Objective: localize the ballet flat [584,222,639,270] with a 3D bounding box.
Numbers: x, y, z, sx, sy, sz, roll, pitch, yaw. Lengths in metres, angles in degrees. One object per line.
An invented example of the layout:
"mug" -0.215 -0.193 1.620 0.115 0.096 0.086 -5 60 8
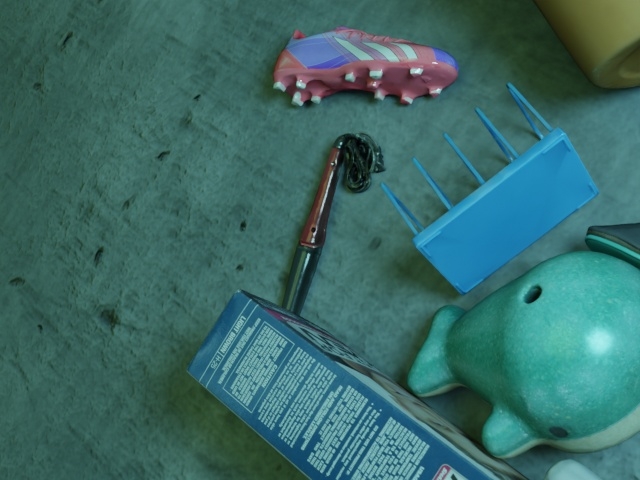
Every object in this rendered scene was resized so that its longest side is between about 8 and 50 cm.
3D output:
"ballet flat" 0.333 0.024 0.917 0.203 0.074 0.074 36 95 39

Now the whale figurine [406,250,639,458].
"whale figurine" 0.183 0.089 0.939 0.272 0.141 0.216 -2 51 47

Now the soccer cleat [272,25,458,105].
"soccer cleat" 0.050 -0.212 1.198 0.248 0.083 0.095 1 69 38

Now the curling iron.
"curling iron" 0.000 0.000 1.177 0.068 0.035 0.274 21 85 38

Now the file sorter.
"file sorter" 0.162 -0.054 1.020 0.170 0.118 0.104 -38 52 9

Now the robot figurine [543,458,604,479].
"robot figurine" 0.287 0.315 0.752 0.353 0.200 0.300 38 92 38

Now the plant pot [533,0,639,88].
"plant pot" 0.307 -0.270 0.930 0.291 0.291 0.203 -24 77 26

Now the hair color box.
"hair color box" 0.048 0.188 0.985 0.347 0.174 0.105 34 92 38
